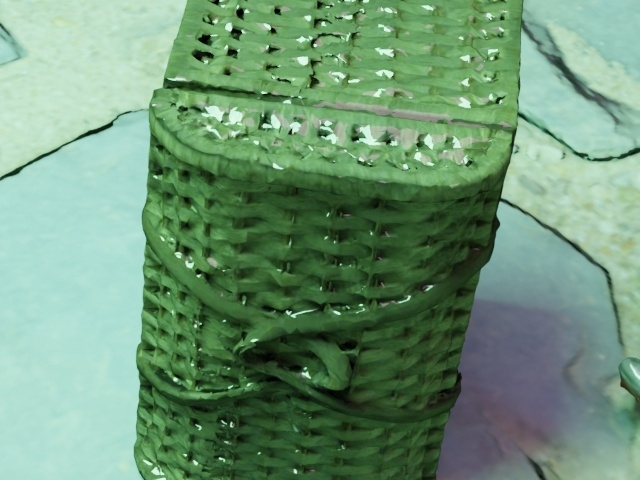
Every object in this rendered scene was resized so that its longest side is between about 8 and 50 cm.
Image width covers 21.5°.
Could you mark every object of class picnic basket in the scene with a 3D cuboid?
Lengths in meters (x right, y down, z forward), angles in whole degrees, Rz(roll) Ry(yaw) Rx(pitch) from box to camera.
[{"bbox_3d":[0.000,0.000,0.667,0.134,0.196,0.154,8,43,-1],"label":"picnic basket"}]

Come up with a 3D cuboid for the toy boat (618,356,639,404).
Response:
[{"bbox_3d":[0.214,0.068,0.692,0.262,0.115,0.114,45,14,25],"label":"toy boat"}]
